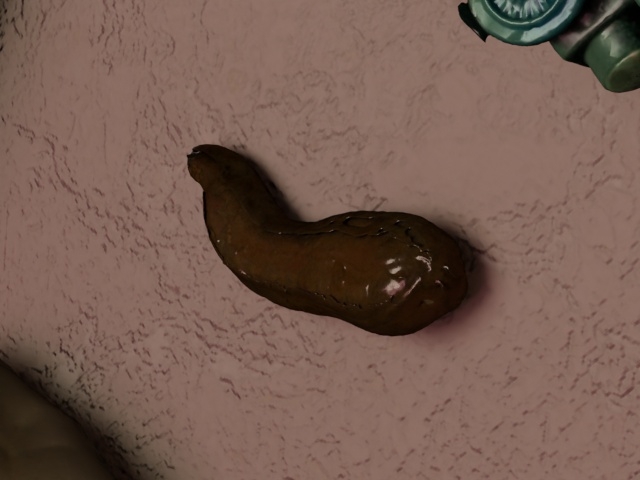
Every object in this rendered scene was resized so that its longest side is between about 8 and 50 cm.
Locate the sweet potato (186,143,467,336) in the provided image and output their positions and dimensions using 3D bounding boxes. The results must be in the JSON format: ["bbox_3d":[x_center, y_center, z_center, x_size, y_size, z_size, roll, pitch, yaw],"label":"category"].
[{"bbox_3d":[-0.003,0.005,1.171,0.233,0.062,0.081,21,92,41],"label":"sweet potato"}]

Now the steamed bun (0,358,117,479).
[{"bbox_3d":[-0.291,0.250,1.281,0.367,0.255,0.342,27,107,48],"label":"steamed bun"}]

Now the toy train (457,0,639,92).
[{"bbox_3d":[0.129,-0.230,1.005,0.194,0.120,0.298,-41,68,27],"label":"toy train"}]
